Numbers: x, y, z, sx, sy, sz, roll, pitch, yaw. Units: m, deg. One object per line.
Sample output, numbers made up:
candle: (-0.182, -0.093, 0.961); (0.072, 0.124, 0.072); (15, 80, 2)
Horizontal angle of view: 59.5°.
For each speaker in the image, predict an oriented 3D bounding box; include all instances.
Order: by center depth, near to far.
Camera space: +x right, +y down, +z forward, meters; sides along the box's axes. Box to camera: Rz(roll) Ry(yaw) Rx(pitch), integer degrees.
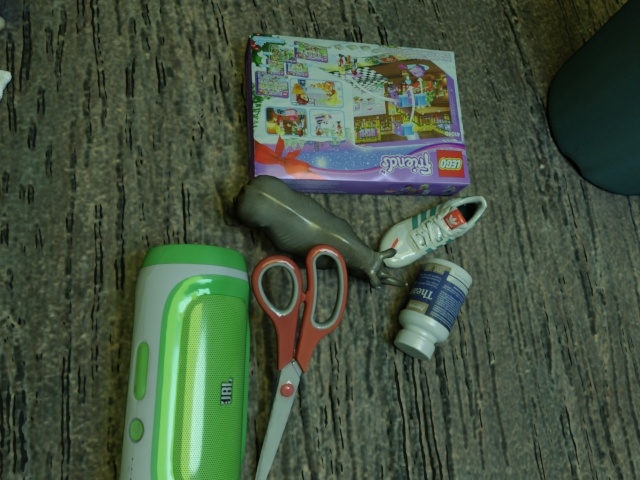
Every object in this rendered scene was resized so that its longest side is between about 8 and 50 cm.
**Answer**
speaker: (-0.140, 0.159, 0.595); (0.131, 0.131, 0.296); (4, 76, -14)

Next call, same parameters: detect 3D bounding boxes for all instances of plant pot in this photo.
plant pot: (0.513, -0.228, 0.746); (0.341, 0.334, 0.341); (3, 77, -13)

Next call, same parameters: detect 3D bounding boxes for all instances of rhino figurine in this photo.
rhino figurine: (0.000, 0.000, 0.678); (0.243, 0.106, 0.073); (30, 72, -6)

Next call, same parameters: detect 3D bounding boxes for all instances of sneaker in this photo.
sneaker: (0.149, -0.018, 0.737); (0.161, 0.075, 0.057); (-27, 85, -19)

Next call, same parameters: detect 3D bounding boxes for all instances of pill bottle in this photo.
pill bottle: (0.140, 0.088, 0.714); (0.067, 0.067, 0.120); (31, 71, -5)

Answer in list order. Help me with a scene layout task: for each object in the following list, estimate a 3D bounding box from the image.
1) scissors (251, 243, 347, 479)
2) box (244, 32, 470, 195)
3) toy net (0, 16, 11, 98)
scissors: (-0.025, 0.151, 0.632); (0.109, 0.021, 0.297); (-1, 96, -15)
box: (0.048, -0.165, 0.756); (0.294, 0.057, 0.200); (0, 76, -14)
toy net: (-0.439, -0.259, 0.661); (0.122, 0.045, 0.232); (-9, 79, -16)
